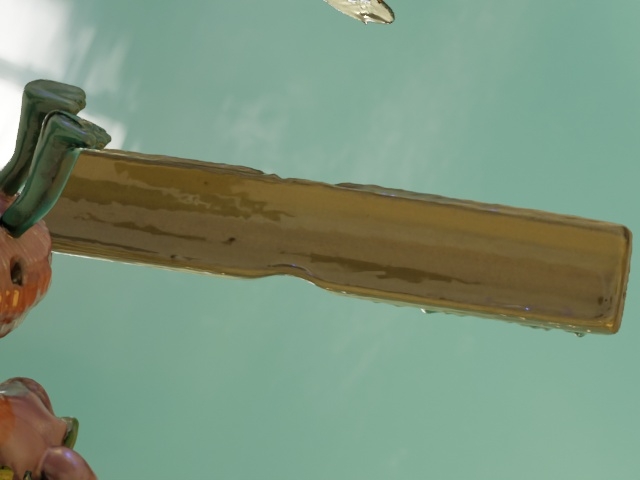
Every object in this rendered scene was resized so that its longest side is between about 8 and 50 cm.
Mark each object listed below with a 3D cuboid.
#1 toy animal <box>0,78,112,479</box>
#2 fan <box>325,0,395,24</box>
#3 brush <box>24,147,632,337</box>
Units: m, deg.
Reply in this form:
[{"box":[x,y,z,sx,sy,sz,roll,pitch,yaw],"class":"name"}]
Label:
[{"box":[-0.129,0.039,0.756,0.103,0.100,0.208,-69,-10,-57],"class":"toy animal"},{"box":[-0.061,-0.187,1.136,0.227,0.152,0.008,22,77,13],"class":"fan"},{"box":[0.000,0.000,0.905,0.048,0.282,0.054,72,-153,-74],"class":"brush"}]
